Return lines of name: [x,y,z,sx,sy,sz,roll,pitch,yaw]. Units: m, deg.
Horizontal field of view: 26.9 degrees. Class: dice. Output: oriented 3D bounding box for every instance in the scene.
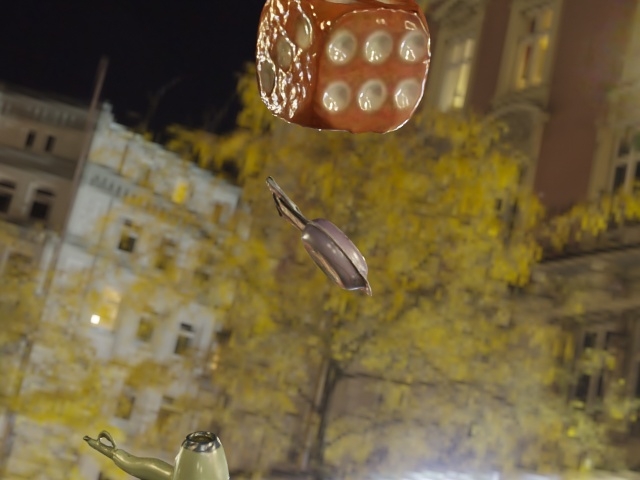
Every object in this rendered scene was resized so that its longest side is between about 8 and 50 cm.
dice: [0.029,-0.235,1.726,0.175,0.174,0.179,-5,25,-32]

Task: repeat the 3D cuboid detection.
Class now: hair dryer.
hair dryer: [-0.185,0.299,1.515,0.199,0.167,0.067,-5,6,32]

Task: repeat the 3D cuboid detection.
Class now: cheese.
cheese: [0.000,0.000,1.670,0.191,0.042,0.105,46,-13,26]
